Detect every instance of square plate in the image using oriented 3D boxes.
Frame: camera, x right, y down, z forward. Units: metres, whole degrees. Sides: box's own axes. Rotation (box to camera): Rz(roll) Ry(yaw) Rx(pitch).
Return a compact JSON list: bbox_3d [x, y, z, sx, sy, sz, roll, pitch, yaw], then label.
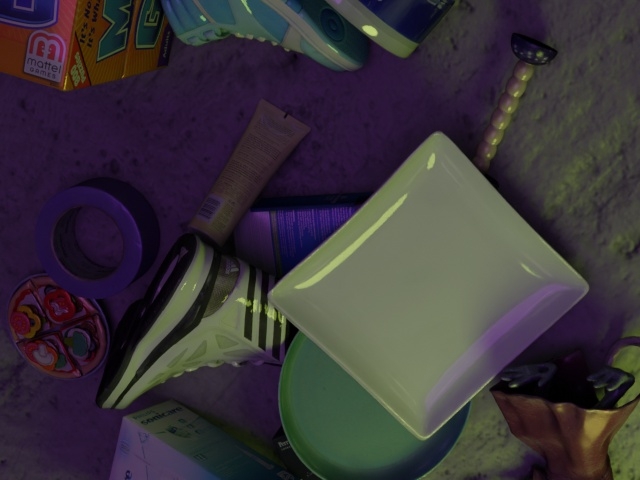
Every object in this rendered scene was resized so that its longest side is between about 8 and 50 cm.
[{"bbox_3d":[0.158,0.071,1.577,0.347,0.049,0.344,-44,106,8],"label":"square plate"}]

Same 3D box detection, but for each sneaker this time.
[{"bbox_3d":[-0.183,0.181,1.699,0.257,0.169,0.447,23,140,-17],"label":"sneaker"},{"bbox_3d":[-0.095,-0.329,1.585,0.319,0.127,0.208,38,136,-25],"label":"sneaker"}]

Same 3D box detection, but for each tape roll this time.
[{"bbox_3d":[-0.365,-0.004,1.764,0.189,0.080,0.189,4,106,14],"label":"tape roll"}]

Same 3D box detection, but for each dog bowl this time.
[{"bbox_3d":[0.055,-0.375,1.461,0.265,0.265,0.104,43,108,0],"label":"dog bowl"}]

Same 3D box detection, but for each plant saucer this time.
[{"bbox_3d":[0.083,0.226,1.652,0.317,0.043,0.318,-1,92,-16],"label":"plant saucer"}]

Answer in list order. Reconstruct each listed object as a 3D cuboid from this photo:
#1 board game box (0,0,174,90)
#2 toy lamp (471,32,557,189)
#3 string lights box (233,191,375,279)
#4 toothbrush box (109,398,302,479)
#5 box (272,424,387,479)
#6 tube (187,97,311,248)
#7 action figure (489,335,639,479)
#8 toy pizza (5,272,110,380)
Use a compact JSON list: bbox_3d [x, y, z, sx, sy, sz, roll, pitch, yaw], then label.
[{"bbox_3d":[-0.407,-0.445,1.513,0.356,0.356,0.357,17,108,10],"label":"board game box"},{"bbox_3d":[0.255,-0.160,1.565,0.080,0.080,0.275,24,110,7],"label":"toy lamp"},{"bbox_3d":[0.000,0.000,1.673,0.259,0.077,0.133,-2,104,15],"label":"string lights box"},{"bbox_3d":[-0.202,0.429,1.766,0.295,0.126,0.216,27,111,29],"label":"toothbrush box"},{"bbox_3d":[0.031,0.347,1.748,0.156,0.093,0.158,-25,96,19],"label":"box"},{"bbox_3d":[-0.113,-0.100,1.644,0.070,0.062,0.240,42,72,-35],"label":"tube"},{"bbox_3d":[0.391,0.341,1.643,0.275,0.248,0.370,-26,115,-23],"label":"action figure"},{"bbox_3d":[-0.455,0.152,1.842,0.201,0.032,0.201,6,111,16],"label":"toy pizza"}]
